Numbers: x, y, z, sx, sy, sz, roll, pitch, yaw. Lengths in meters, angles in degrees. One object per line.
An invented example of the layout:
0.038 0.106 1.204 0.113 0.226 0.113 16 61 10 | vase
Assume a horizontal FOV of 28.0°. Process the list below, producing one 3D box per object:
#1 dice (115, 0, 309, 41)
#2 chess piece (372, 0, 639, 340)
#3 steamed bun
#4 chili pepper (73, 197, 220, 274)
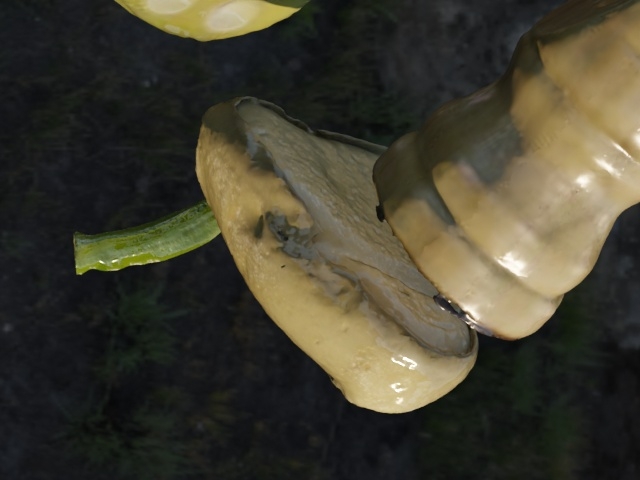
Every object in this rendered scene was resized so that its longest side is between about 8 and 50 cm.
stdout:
-0.078 -0.260 0.929 0.166 0.169 0.169 8 53 -46 | dice
0.165 -0.090 0.655 0.137 0.301 0.137 34 27 -20 | chess piece
0.015 0.023 0.854 0.231 0.110 0.212 20 37 -31 | steamed bun
-0.123 -0.016 1.130 0.202 0.050 0.052 -23 131 -5 | chili pepper
